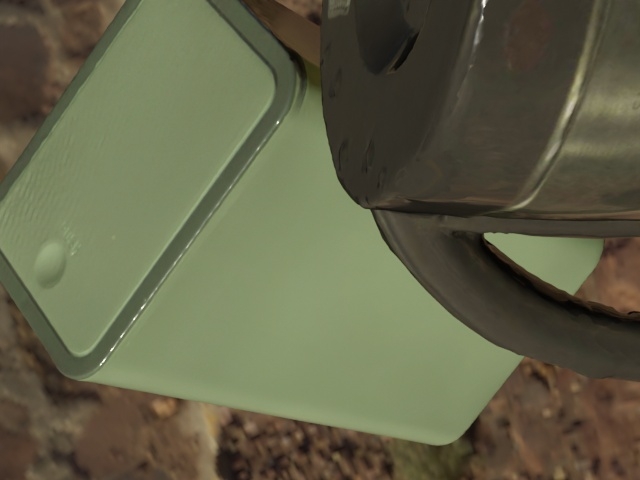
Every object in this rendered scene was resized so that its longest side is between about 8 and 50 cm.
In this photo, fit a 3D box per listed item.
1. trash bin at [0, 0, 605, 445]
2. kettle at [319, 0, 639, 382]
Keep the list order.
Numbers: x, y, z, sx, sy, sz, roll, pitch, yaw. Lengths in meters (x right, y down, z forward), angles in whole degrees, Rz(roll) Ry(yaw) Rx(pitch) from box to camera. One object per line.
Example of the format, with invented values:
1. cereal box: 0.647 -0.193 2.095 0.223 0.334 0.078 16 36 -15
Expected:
1. trash bin: 0.000 0.000 1.160 0.223 0.343 0.158 -53 47 14
2. kettle: 0.153 -0.076 0.659 0.271 0.207 0.251 5 83 -14
